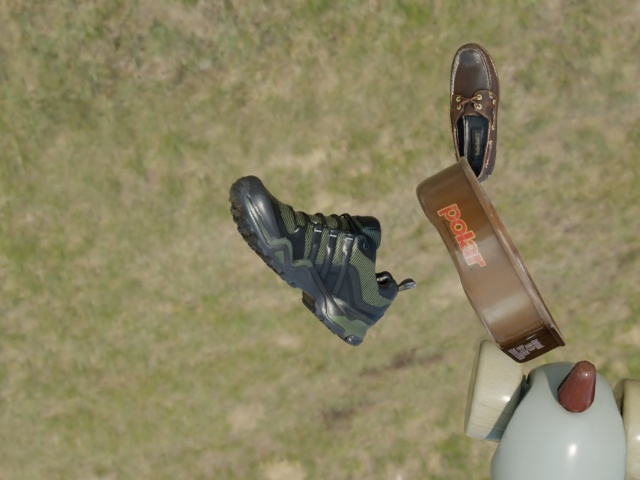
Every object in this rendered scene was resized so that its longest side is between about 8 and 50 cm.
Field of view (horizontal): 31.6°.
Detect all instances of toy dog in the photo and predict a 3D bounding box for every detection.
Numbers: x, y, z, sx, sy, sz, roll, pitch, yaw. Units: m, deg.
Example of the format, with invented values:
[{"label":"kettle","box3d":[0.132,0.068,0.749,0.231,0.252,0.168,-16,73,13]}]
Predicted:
[{"label":"toy dog","box3d":[0.174,0.217,0.832,0.220,0.333,0.161,-9,157,2]}]

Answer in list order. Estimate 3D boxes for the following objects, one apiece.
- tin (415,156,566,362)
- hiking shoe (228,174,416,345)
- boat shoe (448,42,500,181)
[{"label":"tin","box3d":[0.100,0.015,0.656,0.040,0.106,0.190,-24,162,10]},{"label":"hiking shoe","box3d":[0.000,0.000,1.158,0.114,0.086,0.227,-44,119,-6]},{"label":"boat shoe","box3d":[0.227,-0.186,1.664,0.073,0.206,0.073,-4,-171,19]}]
